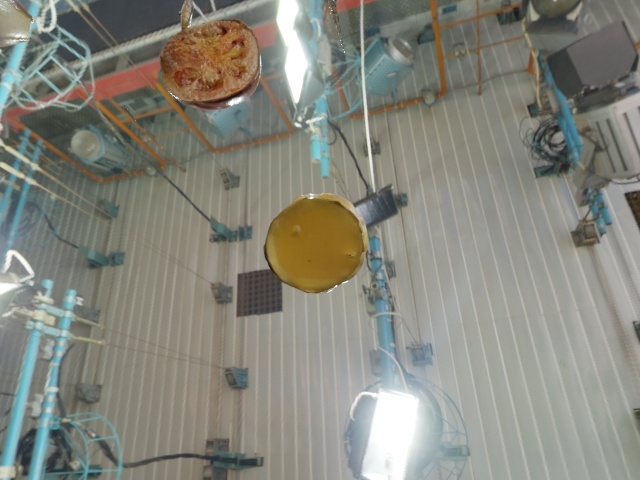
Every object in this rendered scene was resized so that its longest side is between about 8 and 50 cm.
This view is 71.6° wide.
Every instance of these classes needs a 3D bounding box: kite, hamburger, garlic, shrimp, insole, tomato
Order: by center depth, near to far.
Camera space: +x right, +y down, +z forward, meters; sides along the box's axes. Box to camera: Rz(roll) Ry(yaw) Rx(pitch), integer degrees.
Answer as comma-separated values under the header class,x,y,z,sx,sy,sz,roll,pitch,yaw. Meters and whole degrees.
class,x,y,z,sx,sy,sz,roll,pitch,yaw
garlic,-0.621,-0.424,0.758,0.207,0.115,0.128,31,-128,-11
hamburger,0.000,0.000,1.214,0.276,0.237,0.276,1,-84,9
tomato,-0.338,-0.537,1.433,0.338,0.143,0.338,-2,-110,5
kite,0.039,-0.772,1.435,0.013,0.323,0.268,-13,-160,1
shrimp,-0.460,-0.783,1.553,0.045,0.095,0.162,4,-105,3
insole,-0.689,-0.458,1.607,0.002,0.053,0.153,-34,-142,-16
